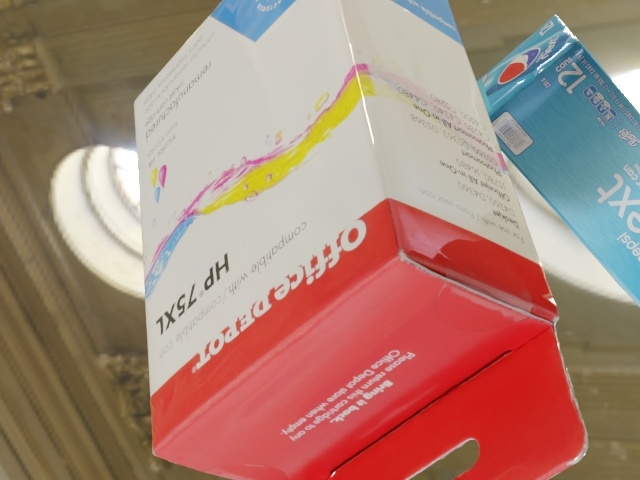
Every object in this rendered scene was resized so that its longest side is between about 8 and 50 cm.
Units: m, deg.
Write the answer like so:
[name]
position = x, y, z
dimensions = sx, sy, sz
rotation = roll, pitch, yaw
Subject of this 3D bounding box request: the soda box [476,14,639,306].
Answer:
[soda box]
position = 0.174, -0.020, 0.609
dimensions = 0.210, 0.067, 0.071
rotation = 46, -164, -15

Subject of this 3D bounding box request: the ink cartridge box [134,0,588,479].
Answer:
[ink cartridge box]
position = 0.000, 0.000, 0.417
dimensions = 0.078, 0.134, 0.231
rotation = 23, -140, -35
